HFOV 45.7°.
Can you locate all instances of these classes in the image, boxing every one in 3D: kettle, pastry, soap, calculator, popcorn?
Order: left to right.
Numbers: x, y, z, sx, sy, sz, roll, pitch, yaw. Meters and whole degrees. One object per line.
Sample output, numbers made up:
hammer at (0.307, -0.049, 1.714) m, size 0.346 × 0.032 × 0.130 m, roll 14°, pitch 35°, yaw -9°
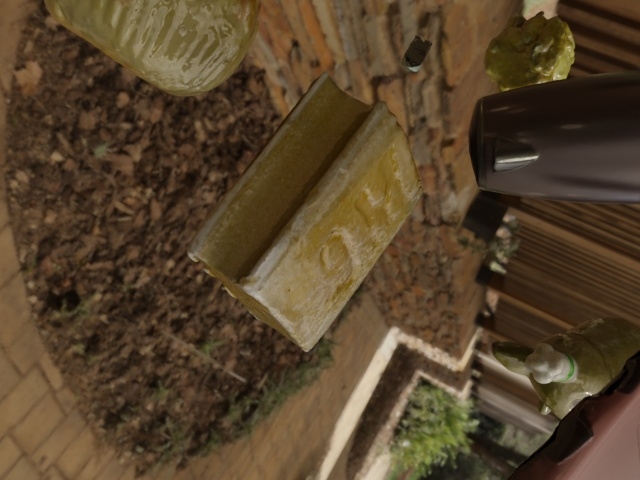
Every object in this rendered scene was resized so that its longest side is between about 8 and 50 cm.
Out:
pastry at (-0.277, -0.443, 1.324) m, size 0.312 × 0.389 × 0.388 m, roll -58°, pitch 163°, yaw 7°
soap at (-0.008, -0.034, 1.121) m, size 0.335 × 0.156 × 0.293 m, roll -52°, pitch 156°, yaw -13°
popcorn at (0.563, -0.490, 2.031) m, size 0.192 × 0.233 × 0.265 m, roll 22°, pitch 62°, yaw -48°
kettle at (0.281, -0.121, 0.836) m, size 0.202 × 0.232 × 0.144 m, roll -66°, pitch 153°, yaw -61°
calculator at (0.290, 0.237, 0.785) m, size 0.330 × 0.048 × 0.220 m, roll -39°, pitch 129°, yaw -19°

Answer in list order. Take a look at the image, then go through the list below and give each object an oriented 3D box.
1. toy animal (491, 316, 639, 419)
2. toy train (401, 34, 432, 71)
toy animal at (0.422, 0.229, 1.248) m, size 0.363 × 0.181 × 0.180 m, roll -5°, pitch 90°, yaw -37°
toy train at (0.236, -0.462, 1.925) m, size 0.048 × 0.055 × 0.252 m, roll -60°, pitch 180°, yaw 33°
